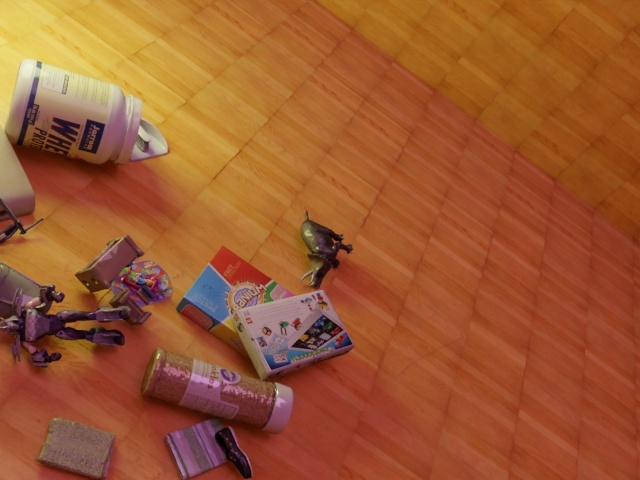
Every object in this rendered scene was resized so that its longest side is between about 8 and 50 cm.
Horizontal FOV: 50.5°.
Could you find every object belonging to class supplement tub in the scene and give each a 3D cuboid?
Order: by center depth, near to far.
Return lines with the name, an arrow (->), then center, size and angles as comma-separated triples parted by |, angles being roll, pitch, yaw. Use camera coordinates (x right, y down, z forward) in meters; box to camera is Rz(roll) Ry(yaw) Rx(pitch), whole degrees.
supplement tub -> -0.683, -0.346, 1.882 | 0.324, 0.235, 0.236 | 13, 47, -27

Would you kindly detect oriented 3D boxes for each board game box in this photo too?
board game box -> -0.469, 0.104, 1.789 | 0.168, 0.033, 0.133 | -10, 61, -42
board game box -> -0.070, 0.249, 1.834 | 0.305, 0.053, 0.193 | -9, 60, -41
board game box -> -0.206, 0.188, 1.881 | 0.316, 0.064, 0.242 | 35, 41, -5

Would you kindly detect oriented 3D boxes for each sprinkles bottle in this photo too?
sprinkles bottle -> -0.246, 0.366, 1.640 | 0.355, 0.121, 0.121 | 21, 44, -17

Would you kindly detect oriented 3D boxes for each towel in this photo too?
towel -> -0.518, 0.445, 1.448 | 0.148, 0.027, 0.110 | 23, 44, -20
towel -> -0.281, 0.487, 1.593 | 0.152, 0.023, 0.113 | -9, 62, -44

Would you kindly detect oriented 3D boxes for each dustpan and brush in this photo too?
dustpan and brush -> -0.575, -0.353, 2.102 | 0.147, 0.060, 0.211 | -24, 70, -46

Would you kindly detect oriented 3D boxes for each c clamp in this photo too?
c clamp -> -0.786, -0.066, 1.662 | 0.137, 0.022, 0.161 | -49, 124, -27

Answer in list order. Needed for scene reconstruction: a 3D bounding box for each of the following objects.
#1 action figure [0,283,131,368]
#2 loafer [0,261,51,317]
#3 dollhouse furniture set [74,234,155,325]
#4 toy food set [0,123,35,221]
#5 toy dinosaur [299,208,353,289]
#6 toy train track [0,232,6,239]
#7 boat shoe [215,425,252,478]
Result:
action figure -> -0.586, 0.191, 1.539 | 0.284, 0.186, 0.099 | 4, 7, -35
loafer -> -0.763, 0.085, 1.528 | 0.319, 0.111, 0.112 | 22, 43, -19
dollhouse furniture set -> -0.491, 0.103, 1.702 | 0.184, 0.129, 0.129 | 52, 56, -19
toy food set -> -0.886, -0.177, 1.709 | 0.219, 0.092, 0.306 | -20, 75, -45
toy dinosaur -> 0.000, 0.000, 2.163 | 0.160, 0.121, 0.314 | 16, 48, -44
toy train track -> -0.800, 0.009, 1.637 | 0.083, 0.014, 0.048 | -41, 111, -34
boat shoe -> -0.203, 0.502, 1.588 | 0.042, 0.049, 0.133 | -16, 63, -40
